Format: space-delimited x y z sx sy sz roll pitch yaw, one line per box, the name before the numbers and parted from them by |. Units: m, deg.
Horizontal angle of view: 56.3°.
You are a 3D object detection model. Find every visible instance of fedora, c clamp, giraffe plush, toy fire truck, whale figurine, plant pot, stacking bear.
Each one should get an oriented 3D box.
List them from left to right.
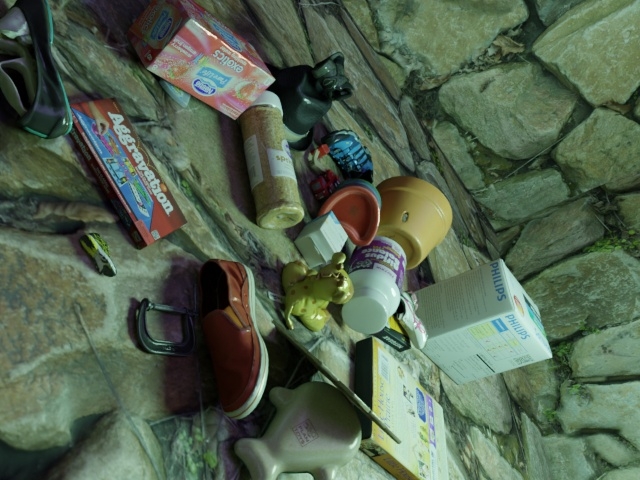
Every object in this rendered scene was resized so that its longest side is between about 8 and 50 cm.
c clamp | -0.270 0.140 1.066 0.160 0.022 0.137 15 59 -60
whale figurine | -0.050 0.391 1.163 0.272 0.141 0.216 -19 69 -42
fedora | -0.068 -0.431 1.800 0.334 0.152 0.334 44 32 -37
giraffe plush | 0.002 0.112 1.429 0.210 0.170 0.181 4 64 -61
toy fire truck | 0.003 -0.216 1.866 0.135 0.047 0.192 59 27 -12
stacking bear | 0.108 -0.114 1.841 0.175 0.164 0.289 28 16 -1
plant pot | 0.270 -0.038 1.988 0.291 0.291 0.203 53 45 -24

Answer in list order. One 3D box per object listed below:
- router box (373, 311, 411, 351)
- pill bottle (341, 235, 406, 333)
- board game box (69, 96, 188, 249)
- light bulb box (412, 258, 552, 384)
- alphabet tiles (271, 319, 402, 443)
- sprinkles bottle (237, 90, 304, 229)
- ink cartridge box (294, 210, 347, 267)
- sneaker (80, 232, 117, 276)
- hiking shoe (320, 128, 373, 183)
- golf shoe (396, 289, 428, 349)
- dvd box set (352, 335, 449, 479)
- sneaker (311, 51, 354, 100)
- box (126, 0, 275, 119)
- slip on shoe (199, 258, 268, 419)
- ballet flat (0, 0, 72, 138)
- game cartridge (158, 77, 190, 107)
router box | 0.213 0.254 1.848 0.179 0.046 0.133 37 37 -45
pill bottle | 0.148 0.125 1.697 0.169 0.169 0.301 56 26 -19
board game box | -0.362 -0.130 1.120 0.281 0.027 0.145 61 24 -8
light bulb box | 0.555 0.296 2.097 0.358 0.361 0.225 44 33 -38
alphabet tiles | 0.029 0.293 1.251 0.285 0.011 0.342 49 -11 -29
sprinkles bottle | -0.132 -0.206 1.517 0.121 0.121 0.355 24 48 -54
ink cartridge box | 0.000 0.000 1.618 0.092 0.090 0.143 58 27 -14
sneaker | -0.358 0.021 0.986 0.083 0.031 0.035 60 25 -11
hiking shoe | 0.110 -0.283 2.051 0.304 0.113 0.132 20 50 -56
golf shoe | 0.269 0.250 1.845 0.086 0.067 0.186 -9 75 -37
dvd box set | 0.226 0.500 1.637 0.420 0.062 0.308 47 31 -33
sneaker | 0.045 -0.492 1.806 0.130 0.087 0.227 58 21 -20
box | -0.269 -0.424 1.383 0.300 0.154 0.142 22 32 -56
slip on shoe | -0.174 0.172 1.112 0.101 0.123 0.331 28 38 -41
ballet flat | -0.480 -0.301 0.978 0.096 0.095 0.280 -3 70 -50
game cartridge | -0.335 -0.348 1.379 0.083 0.017 0.056 45 35 -35
